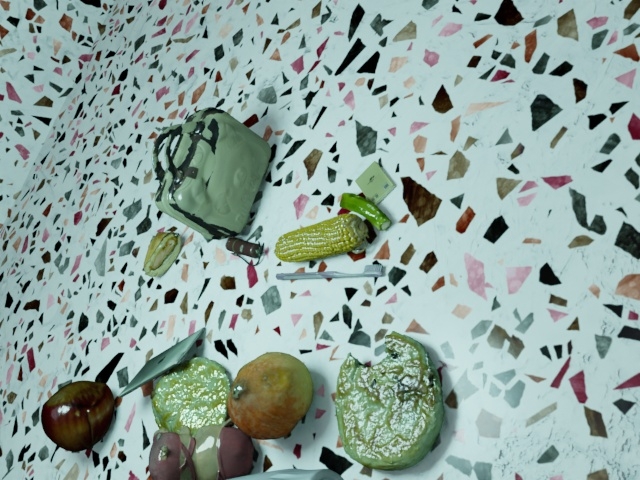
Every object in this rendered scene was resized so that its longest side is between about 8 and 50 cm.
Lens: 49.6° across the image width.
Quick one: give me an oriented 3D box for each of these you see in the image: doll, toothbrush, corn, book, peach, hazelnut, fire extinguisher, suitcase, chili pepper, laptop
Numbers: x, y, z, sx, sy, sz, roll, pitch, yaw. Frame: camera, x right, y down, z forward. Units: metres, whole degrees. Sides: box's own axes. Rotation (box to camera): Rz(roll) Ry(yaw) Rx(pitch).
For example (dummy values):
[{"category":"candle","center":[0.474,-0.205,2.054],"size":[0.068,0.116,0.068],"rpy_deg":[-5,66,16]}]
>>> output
[{"category":"doll","center":[-0.292,0.543,1.715],"size":[0.152,0.255,0.196],"rpy_deg":[-124,33,-74]},{"category":"toothbrush","center":[0.017,0.084,1.792],"size":[0.354,0.024,0.029],"rpy_deg":[-5,61,41]},{"category":"corn","center":[0.000,0.000,1.803],"size":[0.293,0.106,0.106],"rpy_deg":[-15,60,41]},{"category":"book","center":[0.141,-0.147,1.800],"size":[0.077,0.014,0.111],"rpy_deg":[-44,47,15]},{"category":"peach","center":[-0.131,0.363,1.645],"size":[0.232,0.232,0.233],"rpy_deg":[-20,57,35]},{"category":"hazelnut","center":[-0.747,0.544,2.138],"size":[0.229,0.229,0.230],"rpy_deg":[-20,57,35]},{"category":"fire extinguisher","center":[-0.215,0.031,2.022],"size":[0.157,0.045,0.078],"rpy_deg":[12,106,44]},{"category":"suitcase","center":[-0.326,-0.202,2.014],"size":[0.194,0.339,0.352],"rpy_deg":[4,68,44]},{"category":"chili pepper","center":[0.106,-0.083,1.774],"size":[0.201,0.050,0.052],"rpy_deg":[34,94,46]},{"category":"laptop","center":[-0.462,0.357,2.030],"size":[0.269,0.015,0.188],"rpy_deg":[-32,14,28]}]

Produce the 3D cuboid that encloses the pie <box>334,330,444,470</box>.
[{"category":"pie","center":[0.142,0.354,1.513],"size":[0.302,0.067,0.303],"rpy_deg":[-20,56,33]}]

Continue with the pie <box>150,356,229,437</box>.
[{"category":"pie","center":[-0.348,0.449,1.892],"size":[0.257,0.105,0.274],"rpy_deg":[-36,49,12]}]

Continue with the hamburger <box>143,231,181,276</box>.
[{"category":"hamburger","center":[-0.519,0.030,2.275],"size":[0.176,0.087,0.102],"rpy_deg":[-59,32,12]}]

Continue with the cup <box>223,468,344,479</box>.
[{"category":"cup","center":[-0.116,0.628,1.488],"size":[0.371,0.253,0.253],"rpy_deg":[-23,56,29]}]
